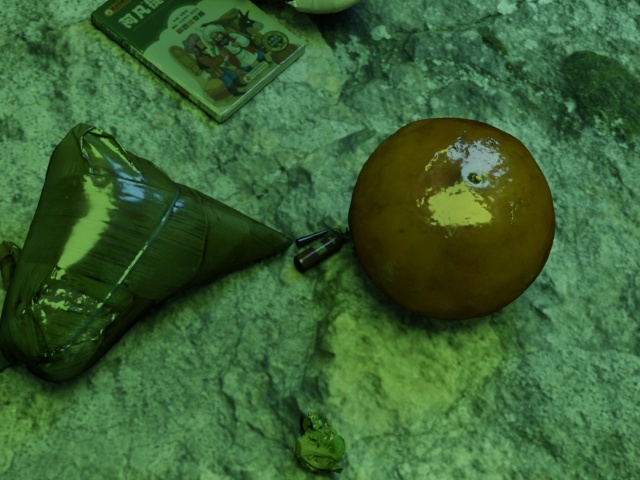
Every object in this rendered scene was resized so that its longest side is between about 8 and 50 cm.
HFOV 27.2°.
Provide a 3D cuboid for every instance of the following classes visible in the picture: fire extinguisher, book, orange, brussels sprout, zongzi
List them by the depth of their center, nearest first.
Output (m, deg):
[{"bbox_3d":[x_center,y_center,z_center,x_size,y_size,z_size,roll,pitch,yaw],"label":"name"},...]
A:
[{"bbox_3d":[-0.005,0.256,1.676,0.058,0.085,0.085,-8,61,-13],"label":"brussels sprout"},{"bbox_3d":[-0.220,0.062,1.729,0.360,0.160,0.323,25,71,-26],"label":"zongzi"},{"bbox_3d":[-0.383,0.033,1.751,0.083,0.040,0.076,-3,53,-27],"label":"zongzi"},{"bbox_3d":[0.180,-0.031,1.797,0.284,0.226,0.284,2,63,-4],"label":"orange"},{"bbox_3d":[0.000,0.004,1.856,0.100,0.032,0.046,-32,36,-26],"label":"fire extinguisher"},{"bbox_3d":[-0.184,-0.315,2.005,0.264,0.027,0.202,39,60,12],"label":"book"}]

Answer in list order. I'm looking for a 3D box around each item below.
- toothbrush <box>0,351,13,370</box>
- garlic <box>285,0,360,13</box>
[{"bbox_3d":[-0.500,0.204,1.627,0.297,0.030,0.030,-31,96,-27],"label":"toothbrush"},{"bbox_3d":[-0.059,-0.455,2.037,0.281,0.185,0.203,31,88,-18],"label":"garlic"}]
